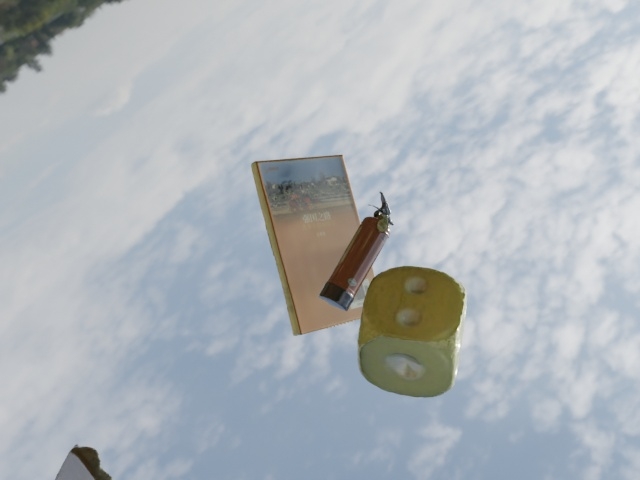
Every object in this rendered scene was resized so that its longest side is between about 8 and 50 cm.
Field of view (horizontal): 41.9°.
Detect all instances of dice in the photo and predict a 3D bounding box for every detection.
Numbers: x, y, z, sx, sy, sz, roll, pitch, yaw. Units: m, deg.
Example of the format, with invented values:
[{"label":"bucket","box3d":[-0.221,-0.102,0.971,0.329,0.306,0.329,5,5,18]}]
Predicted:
[{"label":"dice","box3d":[0.159,0.156,1.438,0.169,0.166,0.169,9,-135,12]}]

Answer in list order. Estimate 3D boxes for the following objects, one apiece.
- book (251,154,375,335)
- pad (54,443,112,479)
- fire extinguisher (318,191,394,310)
[{"label":"book","box3d":[0.000,0.000,1.801,0.262,0.374,0.028,-9,172,-42]},{"label":"pad","box3d":[-0.185,0.350,0.839,0.018,0.284,0.286,-32,169,-35]},{"label":"fire extinguisher","box3d":[0.059,0.015,1.224,0.050,0.062,0.177,16,-108,51]}]
